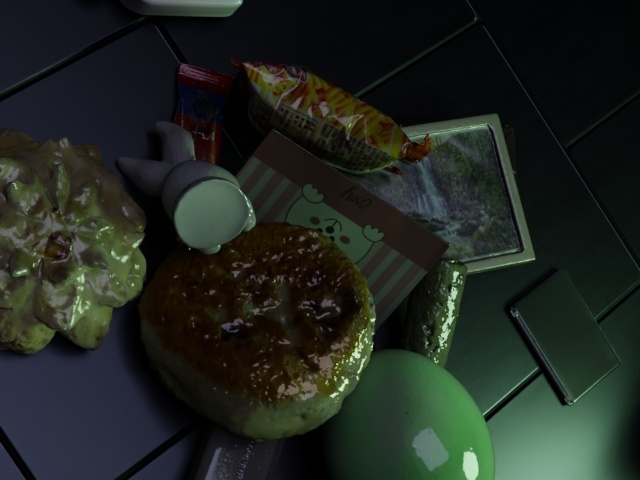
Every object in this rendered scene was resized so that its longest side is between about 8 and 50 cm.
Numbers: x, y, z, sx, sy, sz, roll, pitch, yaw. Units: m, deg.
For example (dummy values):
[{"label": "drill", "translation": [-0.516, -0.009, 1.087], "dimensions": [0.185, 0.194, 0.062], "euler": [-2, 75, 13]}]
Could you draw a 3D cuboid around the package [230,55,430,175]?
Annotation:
[{"label": "package", "translation": [-0.001, -0.158, 1.722], "dimensions": [0.288, 0.223, 0.108], "euler": [30, 87, -3]}]

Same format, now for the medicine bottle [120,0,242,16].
[{"label": "medicine bottle", "translation": [-0.219, -0.373, 1.757], "dimensions": [0.219, 0.078, 0.115], "euler": [-4, 80, -27]}]

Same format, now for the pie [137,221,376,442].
[{"label": "pie", "translation": [-0.076, 0.103, 1.633], "dimensions": [0.315, 0.092, 0.315], "euler": [0, 62, -1]}]

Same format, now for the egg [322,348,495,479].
[{"label": "egg", "translation": [0.115, 0.274, 1.671], "dimensions": [0.220, 0.220, 0.269], "euler": [-15, 83, -29]}]

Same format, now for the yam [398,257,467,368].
[{"label": "yam", "translation": [0.157, 0.109, 1.797], "dimensions": [0.078, 0.078, 0.179], "euler": [11, 94, -24]}]

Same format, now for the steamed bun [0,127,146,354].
[{"label": "steamed bun", "translation": [-0.343, -0.013, 1.573], "dimensions": [0.292, 0.137, 0.295], "euler": [34, 66, -11]}]

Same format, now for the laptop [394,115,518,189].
[{"label": "laptop", "translation": [0.209, -0.111, 1.933], "dimensions": [0.207, 0.026, 0.154], "euler": [2, 78, -25]}]

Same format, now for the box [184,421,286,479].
[{"label": "box", "translation": [-0.104, 0.271, 1.659], "dimensions": [0.103, 0.055, 0.243], "euler": [28, 66, -18]}]

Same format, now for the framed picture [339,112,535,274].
[{"label": "framed picture", "translation": [0.147, -0.055, 1.863], "dimensions": [0.324, 0.020, 0.240], "euler": [-9, 81, -19]}]

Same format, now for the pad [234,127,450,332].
[{"label": "pad", "translation": [0.000, 0.000, 1.726], "dimensions": [0.300, 0.202, 0.005], "euler": [33, 23, -16]}]

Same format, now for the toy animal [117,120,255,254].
[{"label": "toy animal", "translation": [-0.169, -0.068, 1.658], "dimensions": [0.131, 0.221, 0.104], "euler": [37, 96, -35]}]

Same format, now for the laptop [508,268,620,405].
[{"label": "laptop", "translation": [0.378, 0.148, 1.952], "dimensions": [0.129, 0.016, 0.180], "euler": [-33, 93, -29]}]

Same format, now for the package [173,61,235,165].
[{"label": "package", "translation": [-0.172, -0.147, 1.754], "dimensions": [0.083, 0.022, 0.200], "euler": [14, 73, -22]}]
